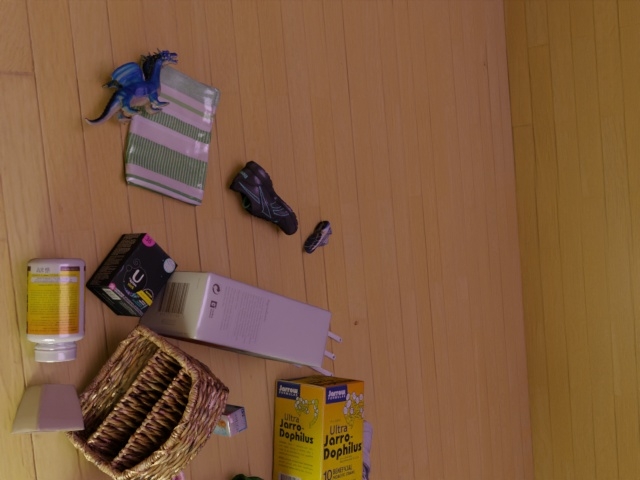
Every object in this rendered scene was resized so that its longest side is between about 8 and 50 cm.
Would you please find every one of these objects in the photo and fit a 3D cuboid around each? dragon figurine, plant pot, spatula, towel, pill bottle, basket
[{"bbox_3d":[-0.449,-0.357,1.617,0.289,0.085,0.144,-29,96,-34],"label":"dragon figurine"},{"bbox_3d":[-0.574,0.355,1.465,0.109,0.109,0.096,14,66,-48],"label":"plant pot"},{"bbox_3d":[-0.013,0.329,2.166,0.242,0.019,0.168,35,63,-43],"label":"spatula"},{"bbox_3d":[-0.371,-0.271,1.756,0.248,0.038,0.324,18,75,-46],"label":"towel"},{"bbox_3d":[-0.560,0.145,1.470,0.117,0.117,0.215,2,87,-49],"label":"pill bottle"},{"bbox_3d":[-0.382,0.382,1.538,0.299,0.213,0.223,-52,129,-8],"label":"basket"}]

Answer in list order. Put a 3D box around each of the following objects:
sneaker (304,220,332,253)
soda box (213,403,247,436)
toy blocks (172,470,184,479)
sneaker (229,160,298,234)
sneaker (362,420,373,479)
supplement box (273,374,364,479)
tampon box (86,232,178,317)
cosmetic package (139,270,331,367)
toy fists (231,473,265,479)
[{"bbox_3d":[0.000,0.000,2.165,0.135,0.052,0.058,-53,131,-35],"label":"sneaker"},{"bbox_3d":[-0.270,0.444,1.743,0.063,0.183,0.058,-16,101,-49],"label":"soda box"},{"bbox_3d":[-0.311,0.721,1.632,0.288,0.260,0.309,43,58,-40],"label":"toy blocks"},{"bbox_3d":[-0.161,-0.102,1.970,0.106,0.101,0.267,-44,125,-14],"label":"sneaker"},{"bbox_3d":[0.131,0.746,2.174,0.137,0.210,0.366,52,53,-35],"label":"sneaker"},{"bbox_3d":[-0.004,0.588,2.035,0.194,0.195,0.356,5,85,-49],"label":"supplement box"},{"bbox_3d":[-0.439,0.080,1.620,0.120,0.101,0.161,52,53,-35],"label":"tampon box"},{"bbox_3d":[-0.206,0.208,1.790,0.453,0.230,0.161,23,73,-45],"label":"cosmetic package"},{"bbox_3d":[-0.221,0.773,1.863,0.142,0.096,0.279,41,61,-29],"label":"toy fists"}]
